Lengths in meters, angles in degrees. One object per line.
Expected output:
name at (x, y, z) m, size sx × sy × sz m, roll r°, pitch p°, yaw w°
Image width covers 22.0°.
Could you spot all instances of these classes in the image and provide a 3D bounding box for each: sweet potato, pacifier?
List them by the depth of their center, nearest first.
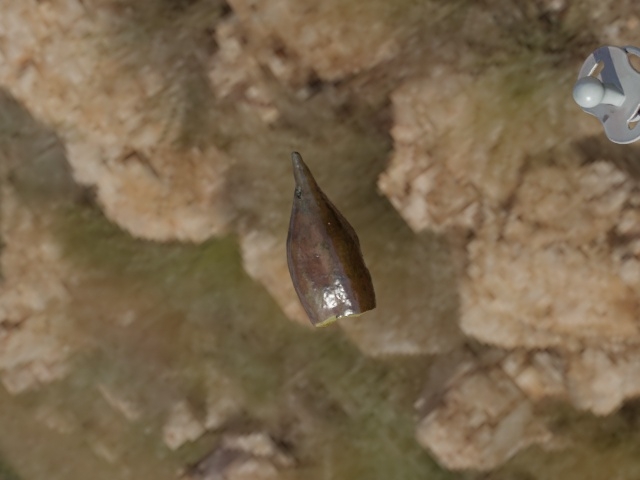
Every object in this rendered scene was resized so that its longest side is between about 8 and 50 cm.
sweet potato at (0.000, 0.000, 1.005) m, size 0.049 × 0.049 × 0.117 m, roll 5°, pitch 117°, yaw 52°
pacifier at (0.260, -0.137, 1.490) m, size 0.099 × 0.078 × 0.081 m, roll 54°, pitch 129°, yaw 36°
